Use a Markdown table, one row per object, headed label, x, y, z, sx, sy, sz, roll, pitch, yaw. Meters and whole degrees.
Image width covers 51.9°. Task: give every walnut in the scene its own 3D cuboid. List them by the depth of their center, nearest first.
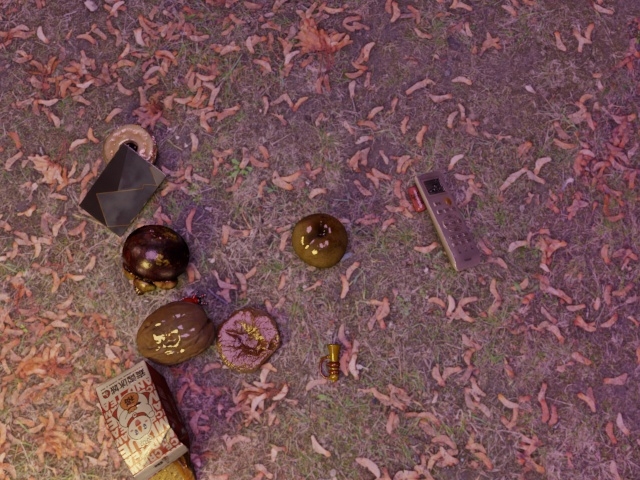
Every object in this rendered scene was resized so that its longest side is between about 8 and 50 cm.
| label | x | y | z | sx | sy | sz | roll | pitch | yaw |
| --- | --- | --- | --- | --- | --- | --- | --- | --- | --- |
| walnut | -0.418 | 0.265 | 1.868 | 0.231 | 0.178 | 0.178 | -27 | 79 | 6 |

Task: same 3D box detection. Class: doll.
| label | x | y | z | sx | sy | sz | roll | pitch | yaw |
| --- | --- | --- | --- | --- | --- | --- | --- | --- | --- |
| doll | -0.392 | 0.185 | 1.945 | 0.114 | 0.039 | 0.057 | -14 | 108 | -12 |

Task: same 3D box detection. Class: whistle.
| label | x | y | z | sx | sy | sz | roll | pitch | yaw |
| --- | --- | --- | --- | --- | --- | --- | --- | --- | --- |
| whistle | 0.029 | 0.353 | 1.900 | 0.057 | 0.046 | 0.109 | 7 | 84 | -12 |

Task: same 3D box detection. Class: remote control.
| label | x | y | z | sx | sy | sz | roll | pitch | yaw |
| --- | --- | --- | --- | --- | --- | --- | --- | --- | --- |
| remote control | 0.372 | -0.057 | 1.965 | 0.109 | 0.055 | 0.312 | -13 | 74 | -35 |

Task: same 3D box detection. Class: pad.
| label | x | y | z | sx | sy | sz | roll | pitch | yaw |
| --- | --- | --- | --- | --- | --- | --- | --- | --- | --- |
| pad | -0.600 | -0.151 | 1.990 | 0.164 | 0.004 | 0.243 | 37 | 96 | -3 |

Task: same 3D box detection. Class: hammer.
| label | x | y | z | sx | sy | sz | roll | pitch | yaw |
| --- | --- | --- | --- | --- | --- | --- | --- | --- | --- |
| hammer | 0.294 | -0.126 | 1.992 | 0.043 | 0.043 | 0.083 | -21 | 78 | -3 |

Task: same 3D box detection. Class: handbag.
| label | x | y | z | sx | sy | sz | roll | pitch | yaw |
| --- | --- | --- | --- | --- | --- | --- | --- | --- | --- |
| handbag | -0.473 | 0.497 | 1.782 | 0.171 | 0.151 | 0.298 | -31 | 55 | -5 |

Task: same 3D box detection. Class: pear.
| label | x | y | z | sx | sy | sz | roll | pitch | yaw |
| --- | --- | --- | --- | --- | --- | --- | --- | --- | --- |
| pear | 0.000 | 0.000 | 1.923 | 0.167 | 0.136 | 0.167 | 6 | 66 | -13 |

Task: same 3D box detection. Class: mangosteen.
| label | x | y | z | sx | sy | sz | roll | pitch | yaw |
| --- | --- | --- | --- | --- | --- | --- | --- | --- | --- |
| mangosteen | -0.485 | 0.065 | 1.912 | 0.192 | 0.192 | 0.217 | 23 | 111 | 6 |

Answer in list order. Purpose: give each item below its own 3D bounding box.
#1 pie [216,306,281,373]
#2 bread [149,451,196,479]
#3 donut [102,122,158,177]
| label | x | y | z | sx | sy | sz | roll | pitch | yaw |
| --- | --- | --- | --- | --- | --- | --- | --- | --- | --- |
| pie | -0.215 | 0.286 | 1.916 | 0.195 | 0.046 | 0.195 | 0 | 78 | 2 |
| bread | -0.428 | 0.636 | 1.827 | 0.147 | 0.127 | 0.152 | -23 | 96 | -3 |
| donut | -0.583 | -0.273 | 2.028 | 0.175 | 0.068 | 0.174 | 0 | 79 | -1 |
